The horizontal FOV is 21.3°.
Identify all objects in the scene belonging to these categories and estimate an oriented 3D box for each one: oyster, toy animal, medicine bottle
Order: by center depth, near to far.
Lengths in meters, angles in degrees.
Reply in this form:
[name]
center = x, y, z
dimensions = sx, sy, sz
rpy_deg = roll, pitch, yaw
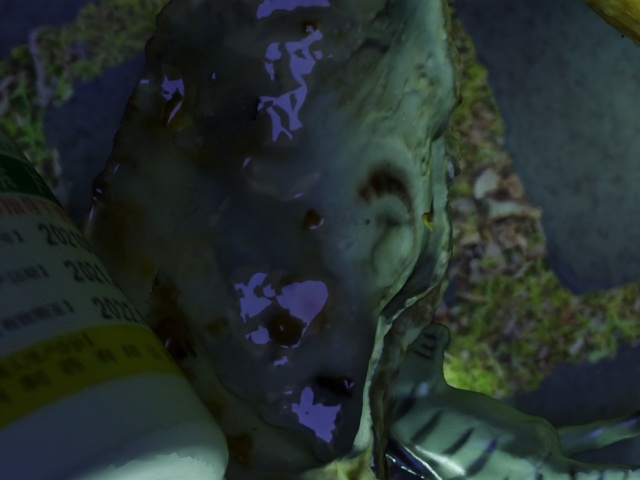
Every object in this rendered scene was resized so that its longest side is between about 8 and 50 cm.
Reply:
[medicine bottle]
center = -0.218, 0.029, 0.802
dimensions = 0.208, 0.208, 0.340
rpy_deg = -38, 72, -2
[oyster]
center = -0.025, 0.013, 0.897
dimensions = 0.204, 0.111, 0.396
rpy_deg = 0, 77, 11
[toy animal]
center = 0.111, 0.153, 0.955
dimensions = 0.176, 0.073, 0.217
rpy_deg = -6, 100, 5

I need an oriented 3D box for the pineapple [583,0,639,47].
[pineapple]
center = 0.217, -0.200, 0.832
dimensions = 0.344, 0.286, 0.209
rpy_deg = 39, 90, -7
